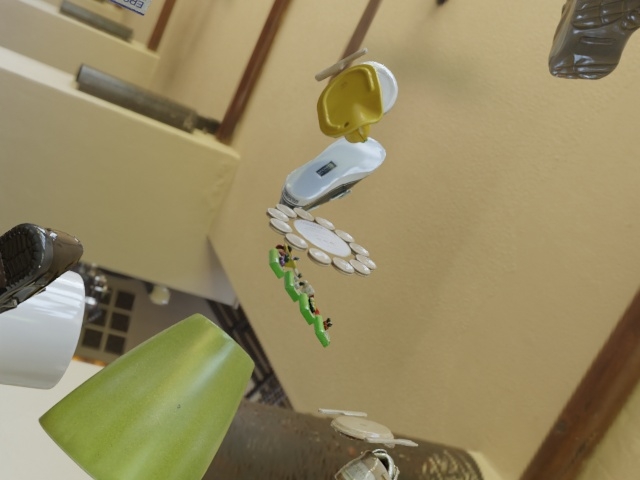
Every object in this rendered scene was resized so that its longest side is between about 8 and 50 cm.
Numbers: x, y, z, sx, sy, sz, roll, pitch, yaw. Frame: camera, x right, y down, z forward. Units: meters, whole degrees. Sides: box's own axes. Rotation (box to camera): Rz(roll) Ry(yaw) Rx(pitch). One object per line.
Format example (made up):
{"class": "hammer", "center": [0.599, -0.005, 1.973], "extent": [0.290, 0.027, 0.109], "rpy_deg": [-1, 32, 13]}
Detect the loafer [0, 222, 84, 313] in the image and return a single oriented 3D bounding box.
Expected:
{"class": "loafer", "center": [-0.332, 0.043, 0.834], "extent": [0.220, 0.078, 0.080], "rpy_deg": [-17, -103, 36]}

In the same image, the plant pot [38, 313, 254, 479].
{"class": "plant pot", "center": [-0.257, 0.272, 1.287], "extent": [0.293, 0.275, 0.275], "rpy_deg": [-49, -159, -17]}

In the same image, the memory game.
{"class": "memory game", "center": [0.000, 0.000, 1.160], "extent": [0.012, 0.186, 0.186], "rpy_deg": [-60, -152, 18]}

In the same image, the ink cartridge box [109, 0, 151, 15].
{"class": "ink cartridge box", "center": [-0.382, -0.585, 1.359], "extent": [0.307, 0.304, 0.072], "rpy_deg": [-43, -139, 38]}

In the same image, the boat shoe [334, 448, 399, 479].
{"class": "boat shoe", "center": [0.118, 0.486, 1.592], "extent": [0.098, 0.302, 0.109], "rpy_deg": [-45, -117, -3]}

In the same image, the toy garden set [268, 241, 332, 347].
{"class": "toy garden set", "center": [-0.040, 0.114, 1.885], "extent": [0.049, 0.244, 0.204], "rpy_deg": [-31, -164, 5]}

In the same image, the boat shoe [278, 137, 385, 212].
{"class": "boat shoe", "center": [0.027, -0.144, 1.826], "extent": [0.306, 0.113, 0.105], "rpy_deg": [-38, 166, -34]}

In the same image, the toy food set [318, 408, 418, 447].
{"class": "toy food set", "center": [0.082, 0.372, 1.489], "extent": [0.192, 0.132, 0.038], "rpy_deg": [13, -89, 61]}

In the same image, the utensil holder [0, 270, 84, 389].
{"class": "utensil holder", "center": [-0.803, 0.179, 1.848], "extent": [0.328, 0.386, 0.327], "rpy_deg": [-31, -131, 45]}

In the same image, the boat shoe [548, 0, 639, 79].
{"class": "boat shoe", "center": [0.419, -0.368, 1.135], "extent": [0.355, 0.132, 0.130], "rpy_deg": [110, -14, -72]}

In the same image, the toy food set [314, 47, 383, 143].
{"class": "toy food set", "center": [0.064, -0.241, 1.375], "extent": [0.128, 0.071, 0.217], "rpy_deg": [-29, -141, 21]}

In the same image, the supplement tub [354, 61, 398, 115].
{"class": "supplement tub", "center": [0.081, -0.298, 1.635], "extent": [0.190, 0.117, 0.117], "rpy_deg": [174, -67, -77]}
